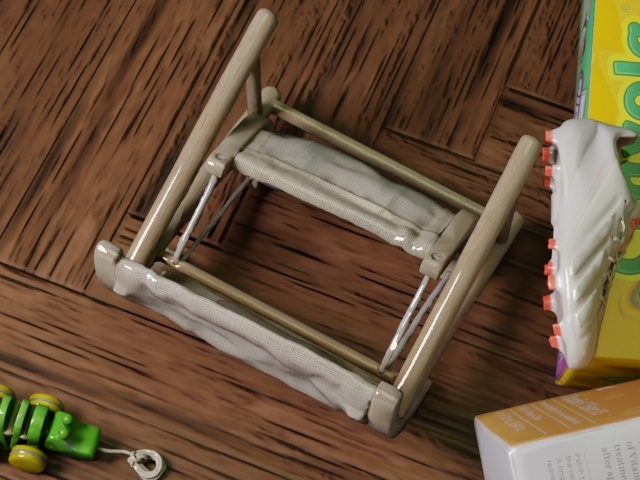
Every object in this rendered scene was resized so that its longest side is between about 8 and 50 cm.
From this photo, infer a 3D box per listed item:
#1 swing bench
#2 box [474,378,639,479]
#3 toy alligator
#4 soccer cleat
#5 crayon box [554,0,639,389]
[{"bbox_3d":[0.000,0.000,1.429,0.253,0.165,0.254,28,71,11],"label":"swing bench"},{"bbox_3d":[0.300,0.173,1.265,0.345,0.215,0.168,-13,90,-2],"label":"box"},{"bbox_3d":[-0.210,0.144,1.393,0.190,0.051,0.056,12,60,3],"label":"toy alligator"},{"bbox_3d":[0.206,0.000,1.366,0.076,0.068,0.196,1,72,3],"label":"soccer cleat"},{"bbox_3d":[0.360,-0.053,1.468,0.313,0.106,0.363,6,74,-1],"label":"crayon box"}]
